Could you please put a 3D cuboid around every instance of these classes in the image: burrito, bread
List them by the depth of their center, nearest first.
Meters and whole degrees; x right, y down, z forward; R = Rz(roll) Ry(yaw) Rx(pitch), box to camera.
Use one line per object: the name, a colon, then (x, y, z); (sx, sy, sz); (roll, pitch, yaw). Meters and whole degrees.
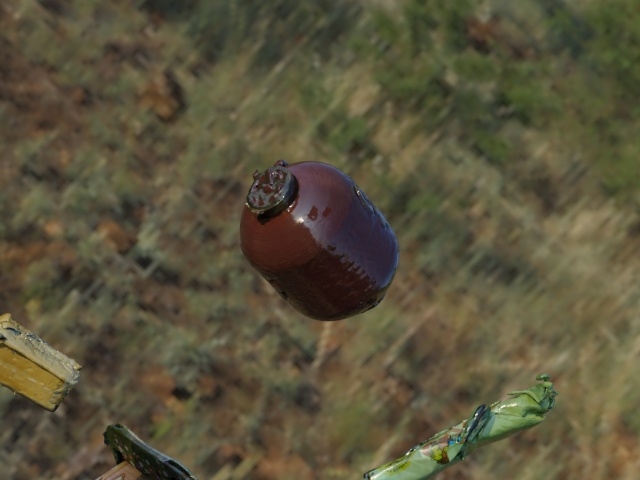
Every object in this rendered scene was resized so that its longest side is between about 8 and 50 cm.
bread: (-0.296, 0.123, 1.644); (0.106, 0.072, 0.053); (35, 37, -6)
burrito: (0.166, 0.247, 1.999); (0.054, 0.288, 0.104); (62, -3, 13)

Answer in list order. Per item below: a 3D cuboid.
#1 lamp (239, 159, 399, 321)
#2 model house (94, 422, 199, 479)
lamp: (0.000, 0.000, 2.103); (0.258, 0.180, 0.180); (47, 6, -41)
model house: (-0.215, 0.389, 1.929); (0.207, 0.154, 0.294); (26, -41, 44)
